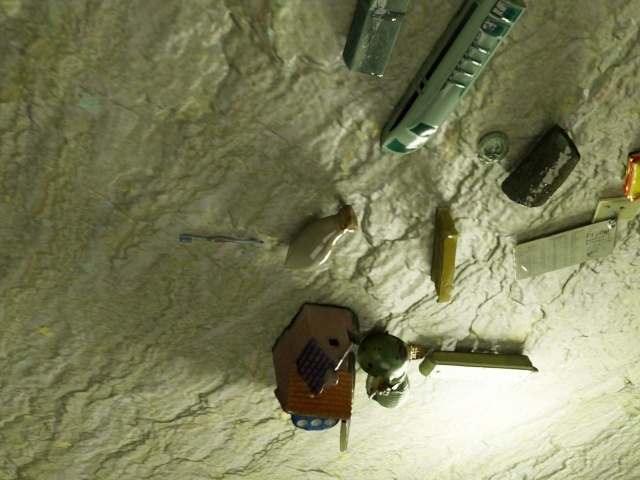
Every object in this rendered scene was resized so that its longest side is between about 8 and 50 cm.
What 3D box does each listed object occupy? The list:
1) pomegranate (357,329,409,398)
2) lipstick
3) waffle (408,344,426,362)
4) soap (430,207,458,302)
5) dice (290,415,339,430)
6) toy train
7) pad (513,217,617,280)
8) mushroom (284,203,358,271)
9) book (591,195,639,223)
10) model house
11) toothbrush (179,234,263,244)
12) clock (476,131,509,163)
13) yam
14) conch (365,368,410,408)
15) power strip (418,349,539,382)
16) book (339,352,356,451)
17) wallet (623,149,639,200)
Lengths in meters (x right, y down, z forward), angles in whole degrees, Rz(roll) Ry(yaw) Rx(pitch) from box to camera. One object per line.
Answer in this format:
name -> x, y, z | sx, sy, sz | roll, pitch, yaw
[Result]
pomegranate -> 0.177, 0.332, 1.959 | 0.149, 0.169, 0.148 | -15, 158, -6
lipstick -> 0.113, -0.428, 1.247 | 0.076, 0.077, 0.289 | 4, 133, -16
waffle -> 0.259, 0.328, 2.081 | 0.085, 0.016, 0.078 | -32, 132, 18
soap -> 0.297, 0.040, 1.747 | 0.037, 0.092, 0.252 | -7, 136, -3
dice -> -0.016, 0.440, 2.043 | 0.143, 0.146, 0.146 | -3, 131, -6
toy train -> 0.239, -0.301, 1.397 | 0.087, 0.088, 0.407 | 14, 131, -25
pad -> 0.628, 0.027, 1.859 | 0.265, 0.009, 0.159 | -16, 141, 5
mushroom -> 0.001, 0.001, 1.645 | 0.212, 0.088, 0.097 | -41, 139, 18
book -> 0.730, -0.076, 1.785 | 0.111, 0.014, 0.077 | -6, 135, -7
model house -> 0.012, 0.327, 1.866 | 0.202, 0.237, 0.237 | 17, 128, -25
toothbrush -> -0.223, 0.001, 1.643 | 0.193, 0.019, 0.013 | 3, 133, -18
clock -> 0.377, -0.203, 1.581 | 0.074, 0.010, 0.083 | -14, 135, 1
yam -> 0.493, -0.158, 1.591 | 0.107, 0.107, 0.183 | 15, 127, -26
conch -> 0.193, 0.407, 2.085 | 0.135, 0.102, 0.153 | 10, 99, -7
power strip -> 0.478, 0.369, 2.139 | 0.388, 0.066, 0.092 | 7, 141, -18
book -> 0.077, 0.449, 2.013 | 0.024, 0.228, 0.160 | 5, 136, 6
wallet -> 0.832, -0.174, 1.683 | 0.241, 0.067, 0.141 | -11, 141, 5
